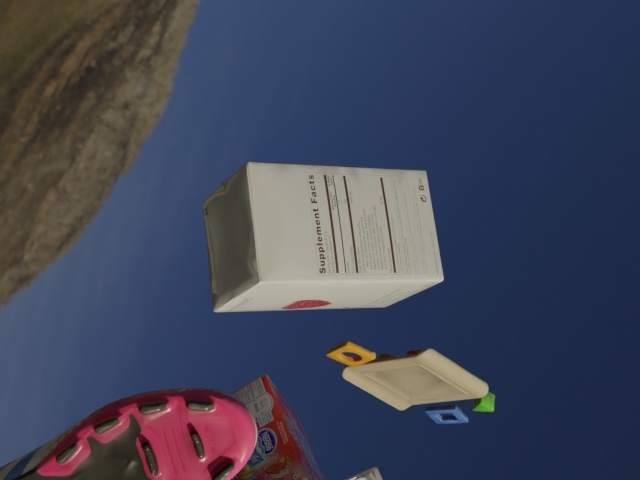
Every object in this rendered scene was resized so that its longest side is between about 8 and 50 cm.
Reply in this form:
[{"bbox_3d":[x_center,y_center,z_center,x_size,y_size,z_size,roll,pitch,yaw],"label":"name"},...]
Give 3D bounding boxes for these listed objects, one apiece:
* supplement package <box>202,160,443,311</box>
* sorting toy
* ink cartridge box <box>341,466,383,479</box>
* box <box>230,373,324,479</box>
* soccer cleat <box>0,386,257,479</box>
[{"bbox_3d":[0.000,0.000,1.496,0.177,0.292,0.175,-32,-119,58],"label":"supplement package"},{"bbox_3d":[0.163,0.231,1.789,0.196,0.347,0.047,-19,-131,40],"label":"sorting toy"},{"bbox_3d":[0.059,0.507,1.715,0.160,0.092,0.220,-25,-98,18],"label":"ink cartridge box"},{"bbox_3d":[-0.076,0.327,1.469,0.128,0.123,0.257,-32,-149,1],"label":"box"},{"bbox_3d":[-0.217,0.220,0.976,0.331,0.116,0.143,-24,-177,-1],"label":"soccer cleat"}]
